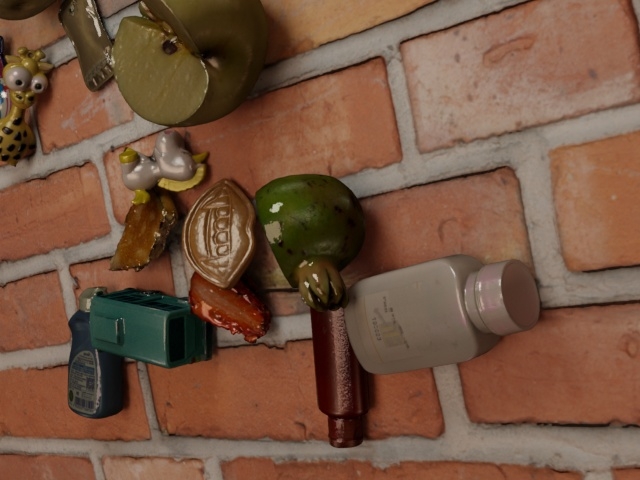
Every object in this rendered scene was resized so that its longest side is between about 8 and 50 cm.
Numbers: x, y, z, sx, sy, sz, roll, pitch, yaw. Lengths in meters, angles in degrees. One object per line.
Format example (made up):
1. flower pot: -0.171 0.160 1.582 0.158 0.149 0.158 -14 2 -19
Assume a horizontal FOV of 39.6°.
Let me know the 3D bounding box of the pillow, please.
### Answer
1. pillow: -0.489 -0.431 1.877 0.130 0.033 0.217 -29 79 40

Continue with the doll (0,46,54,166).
1. doll: -0.684 -0.298 2.015 0.086 0.117 0.291 53 126 46

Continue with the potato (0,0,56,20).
1. potato: -0.679 -0.620 1.883 0.326 0.221 0.243 54 128 25

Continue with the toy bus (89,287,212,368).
1. toy bus: -0.347 0.172 1.785 0.256 0.147 0.128 6 99 38

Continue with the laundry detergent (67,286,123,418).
1. laundry detergent: -0.496 0.239 1.962 0.143 0.094 0.289 11 101 44

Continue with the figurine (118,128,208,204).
1. figurine: -0.301 -0.144 1.730 0.178 0.109 0.129 -21 70 5

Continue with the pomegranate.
1. pomegranate: -0.005 -0.013 1.433 0.159 0.241 0.190 -20 117 6

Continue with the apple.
1. apple: -0.220 -0.356 1.539 0.258 0.233 0.295 43 137 41

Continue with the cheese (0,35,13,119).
1. cheese: -0.767 -0.359 2.102 0.155 0.062 0.244 9 102 40

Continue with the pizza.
1. pizza: -0.349 -0.011 1.804 0.147 0.069 0.226 35 109 42

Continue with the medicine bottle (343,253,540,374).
1. medicine bottle: 0.180 0.109 1.363 0.296 0.111 0.161 -19 86 42

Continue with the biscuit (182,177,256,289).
1. biscuit: -0.186 -0.013 1.637 0.142 0.029 0.220 -5 67 13

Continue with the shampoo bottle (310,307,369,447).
1. shampoo bottle: 0.035 0.223 1.529 0.102 0.064 0.260 1 98 36

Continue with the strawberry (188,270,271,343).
1. strawberry: -0.164 0.115 1.674 0.188 0.082 0.121 34 124 15
